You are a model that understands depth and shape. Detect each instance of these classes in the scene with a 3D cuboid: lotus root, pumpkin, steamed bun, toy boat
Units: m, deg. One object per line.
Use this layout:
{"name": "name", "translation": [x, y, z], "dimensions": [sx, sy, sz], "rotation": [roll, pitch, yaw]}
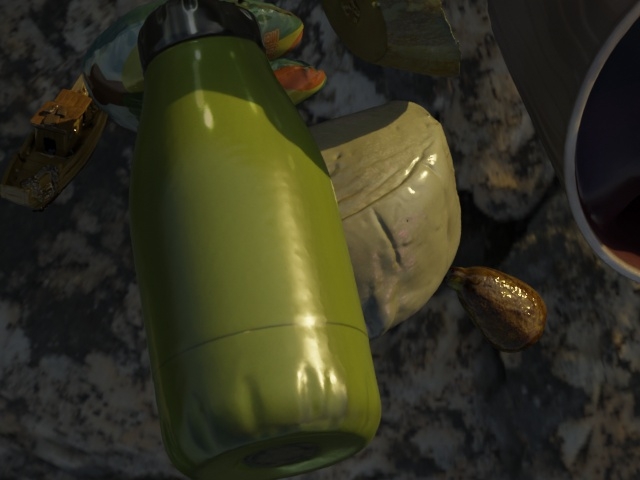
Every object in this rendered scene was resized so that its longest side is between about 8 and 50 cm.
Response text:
{"name": "lotus root", "translation": [0.263, 0.096, 1.907], "dimensions": [0.191, 0.094, 0.108], "rotation": [36, 75, -25]}
{"name": "pumpkin", "translation": [0.071, -0.272, 1.485], "dimensions": [0.110, 0.217, 0.217], "rotation": [-24, 108, -7]}
{"name": "steamed bun", "translation": [-0.003, 0.004, 1.563], "dimensions": [0.384, 0.236, 0.247], "rotation": [-20, 133, 1]}
{"name": "toy boat", "translation": [-0.267, -0.109, 1.283], "dimensions": [0.064, 0.206, 0.072], "rotation": [16, 135, 7]}

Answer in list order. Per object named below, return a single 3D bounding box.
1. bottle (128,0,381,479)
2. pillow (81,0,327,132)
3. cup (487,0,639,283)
{"name": "bottle", "translation": [-0.045, -0.009, 0.666], "dimensions": [0.112, 0.112, 0.260], "rotation": [-17, 67, 10]}
{"name": "pillow", "translation": [-0.109, -0.161, 1.173], "dimensions": [0.214, 0.233, 0.086], "rotation": [-13, 71, 5]}
{"name": "cup", "translation": [0.233, -0.150, 0.759], "dimensions": [0.208, 0.273, 0.288], "rotation": [10, 117, -11]}
